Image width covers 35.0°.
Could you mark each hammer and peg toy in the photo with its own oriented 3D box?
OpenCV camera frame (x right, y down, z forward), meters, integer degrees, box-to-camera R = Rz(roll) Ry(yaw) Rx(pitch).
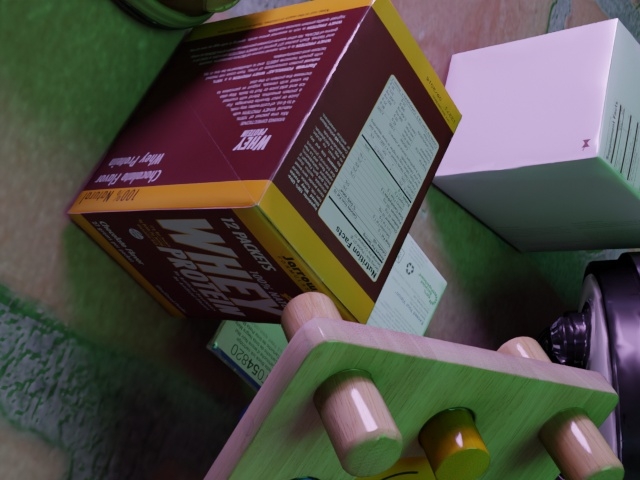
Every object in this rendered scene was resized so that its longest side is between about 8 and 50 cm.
[{"bbox_3d":[0.010,0.209,0.690,0.266,0.127,0.361,15,120,-33],"label":"hammer and peg toy"}]

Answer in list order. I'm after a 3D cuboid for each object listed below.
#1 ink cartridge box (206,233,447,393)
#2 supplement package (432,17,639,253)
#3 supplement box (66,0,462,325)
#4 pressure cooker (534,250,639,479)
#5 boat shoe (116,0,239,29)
[{"bbox_3d":[0.005,0.060,0.874,0.223,0.045,0.224,50,54,-34],"label":"ink cartridge box"},{"bbox_3d":[0.251,-0.094,1.034,0.203,0.194,0.149,32,64,-42],"label":"supplement package"},{"bbox_3d":[-0.037,-0.055,0.730,0.129,0.191,0.194,50,54,-36],"label":"supplement box"},{"bbox_3d":[0.399,0.182,1.006,0.370,0.420,0.376,66,23,-71],"label":"pressure cooker"},{"bbox_3d":[-0.150,-0.274,0.673,0.324,0.120,0.123,38,62,-39],"label":"boat shoe"}]
